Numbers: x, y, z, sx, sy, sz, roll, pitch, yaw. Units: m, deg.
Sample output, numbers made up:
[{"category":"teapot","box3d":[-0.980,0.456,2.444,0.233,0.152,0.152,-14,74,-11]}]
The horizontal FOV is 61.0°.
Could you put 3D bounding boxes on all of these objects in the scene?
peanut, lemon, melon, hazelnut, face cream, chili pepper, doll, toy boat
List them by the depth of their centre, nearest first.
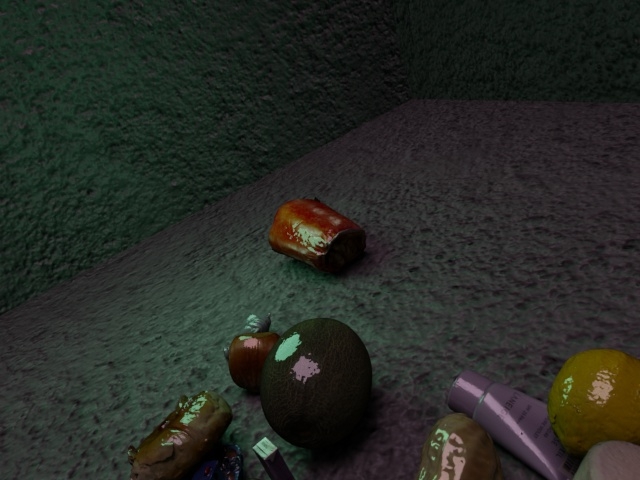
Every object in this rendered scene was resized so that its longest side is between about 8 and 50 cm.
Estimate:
[{"category":"peanut","box3d":[0.211,0.426,0.892,0.149,0.149,0.313,1,33,37]},{"category":"lemon","box3d":[0.473,0.276,0.906,0.180,0.181,0.193,-6,23,26]},{"category":"face cream","box3d":[0.374,0.342,1.009,0.273,0.096,0.154,24,45,38]},{"category":"toy boat","box3d":[-0.215,0.502,1.087,0.100,0.097,0.223,-15,25,17]},{"category":"melon","box3d":[-0.007,0.297,1.176,0.237,0.238,0.302,-11,24,18]},{"category":"hazelnut","box3d":[-0.162,0.307,1.391,0.150,0.150,0.150,-16,26,8]},{"category":"doll","box3d":[-0.208,0.273,1.566,0.180,0.079,0.094,-40,5,-11]},{"category":"chili pepper","box3d":[0.000,0.000,1.834,0.251,0.229,0.305,9,17,-43]}]

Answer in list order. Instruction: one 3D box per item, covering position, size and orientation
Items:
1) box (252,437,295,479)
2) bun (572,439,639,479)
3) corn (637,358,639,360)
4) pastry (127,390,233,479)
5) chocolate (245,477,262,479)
[{"category":"box","box3d":[-0.089,0.449,1.077,0.036,0.117,0.050,-36,28,-25]},{"category":"bun","box3d":[0.441,0.420,0.721,0.263,0.175,0.263,19,22,-8]},{"category":"corn","box3d":[0.585,0.264,1.012,0.231,0.080,0.080,-20,25,9]},{"category":"pastry","box3d":[-0.307,0.428,1.188,0.235,0.121,0.257,-41,2,-9]},{"category":"chocolate","box3d":[-0.130,0.504,1.014,0.148,0.125,0.080,-19,9,12]}]
